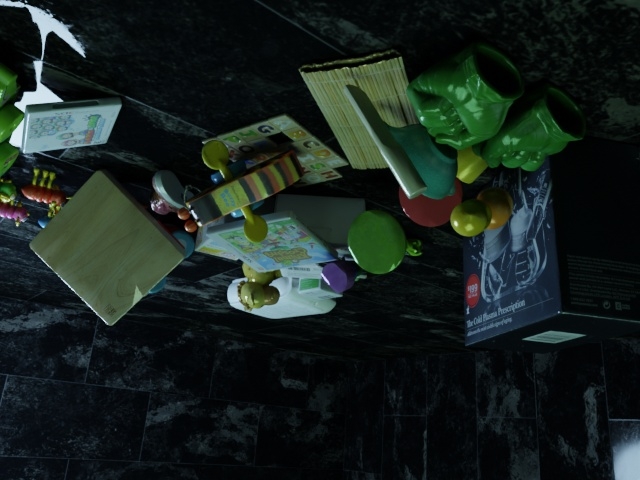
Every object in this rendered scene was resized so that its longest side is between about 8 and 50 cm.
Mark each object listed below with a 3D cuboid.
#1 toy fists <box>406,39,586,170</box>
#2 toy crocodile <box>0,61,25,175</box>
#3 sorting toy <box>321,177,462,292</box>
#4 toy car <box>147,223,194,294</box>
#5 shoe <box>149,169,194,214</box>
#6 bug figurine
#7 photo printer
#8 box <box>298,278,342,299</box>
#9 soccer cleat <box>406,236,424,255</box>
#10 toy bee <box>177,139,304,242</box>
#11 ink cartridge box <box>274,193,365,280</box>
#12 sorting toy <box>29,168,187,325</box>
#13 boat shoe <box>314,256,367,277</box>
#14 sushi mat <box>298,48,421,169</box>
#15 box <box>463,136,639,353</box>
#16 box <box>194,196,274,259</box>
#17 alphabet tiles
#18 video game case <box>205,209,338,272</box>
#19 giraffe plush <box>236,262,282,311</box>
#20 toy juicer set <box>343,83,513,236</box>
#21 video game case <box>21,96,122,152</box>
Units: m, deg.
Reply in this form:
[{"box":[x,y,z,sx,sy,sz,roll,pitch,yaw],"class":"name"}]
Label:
[{"box":[0.252,-0.178,0.828,0.279,0.096,0.142,15,159,-32],"class":"toy fists"},{"box":[-0.548,-0.203,0.930,0.115,0.105,0.341,36,145,-15],"class":"toy crocodile"},{"box":[0.154,-0.020,1.135,0.365,0.127,0.126,-44,164,32],"class":"sorting toy"},{"box":[-0.477,0.003,1.439,0.238,0.210,0.219,43,161,-18],"class":"toy car"},{"box":[-0.339,-0.098,1.225,0.081,0.063,0.178,-5,164,9],"class":"shoe"},{"box":[-0.667,-0.082,1.303,0.217,0.072,0.279,15,157,-10],"class":"bug figurine"},{"box":[-0.120,0.186,1.914,0.308,0.107,0.256,-12,155,38],"class":"photo printer"},{"box":[0.003,0.128,1.753,0.102,0.087,0.101,23,153,-40],"class":"box"},{"box":[0.188,0.008,1.421,0.072,0.060,0.179,-12,158,42],"class":"soccer cleat"},{"box":[-0.176,-0.068,1.058,0.195,0.162,0.298,45,127,-4],"class":"toy bee"},{"box":[0.000,0.000,1.347,0.202,0.116,0.278,3,160,3],"class":"ink cartridge box"},{"box":[-0.461,0.011,1.267,0.257,0.255,0.089,-41,-173,17],"class":"sorting toy"},{"box":[0.050,0.054,1.263,0.125,0.038,0.046,12,-171,-13],"class":"boat shoe"},{"box":[0.085,-0.196,0.924,0.152,0.019,0.316,-3,160,17],"class":"sushi mat"},{"box":[0.412,0.026,1.045,0.179,0.312,0.343,8,160,-9],"class":"box"},{"box":[-0.202,-0.035,1.315,0.114,0.103,0.203,15,158,-27],"class":"box"},{"box":[-0.071,-0.159,1.080,0.199,0.009,0.237,-10,156,34],"class":"alphabet tiles"},{"box":[-0.100,0.008,1.195,0.213,0.023,0.193,-10,148,29],"class":"video game case"},{"box":[-0.173,0.119,1.642,0.211,0.170,0.181,-2,160,18],"class":"giraffe plush"},{"box":[0.166,-0.094,0.863,0.329,0.209,0.089,11,143,-38],"class":"toy juicer set"},{"box":[-0.422,-0.193,0.955,0.143,0.019,0.157,-16,173,-33],"class":"video game case"}]
